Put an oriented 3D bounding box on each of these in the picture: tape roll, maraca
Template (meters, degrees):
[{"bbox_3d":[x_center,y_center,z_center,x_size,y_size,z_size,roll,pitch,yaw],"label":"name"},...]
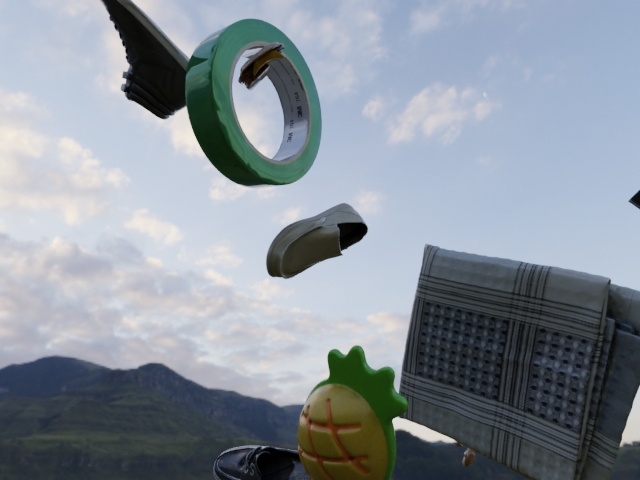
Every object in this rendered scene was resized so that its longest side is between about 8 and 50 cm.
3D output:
[{"bbox_3d":[-0.120,-0.268,0.898,0.077,0.320,0.321,-3,-25,36],"label":"tape roll"},{"bbox_3d":[0.033,0.207,0.498,0.099,0.127,0.185,-12,-57,-52],"label":"maraca"}]

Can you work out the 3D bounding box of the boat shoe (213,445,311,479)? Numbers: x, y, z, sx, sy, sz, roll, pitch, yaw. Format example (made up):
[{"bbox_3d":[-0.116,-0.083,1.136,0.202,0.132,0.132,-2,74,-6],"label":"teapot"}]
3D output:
[{"bbox_3d":[-0.078,0.356,0.687,0.229,0.080,0.076,0,-51,28],"label":"boat shoe"}]

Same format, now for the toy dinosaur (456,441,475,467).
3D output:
[{"bbox_3d":[0.309,0.372,0.960,0.064,0.211,0.112,-10,-32,4],"label":"toy dinosaur"}]

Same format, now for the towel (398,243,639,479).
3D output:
[{"bbox_3d":[0.271,0.181,0.653,0.325,0.311,0.056,13,5,38],"label":"towel"}]

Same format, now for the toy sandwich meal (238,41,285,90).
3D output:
[{"bbox_3d":[-0.083,-0.253,0.644,0.086,0.085,0.029,-27,-75,34],"label":"toy sandwich meal"}]

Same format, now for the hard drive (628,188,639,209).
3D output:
[{"bbox_3d":[0.263,-0.006,0.251,0.094,0.135,0.022,-32,-26,-26],"label":"hard drive"}]

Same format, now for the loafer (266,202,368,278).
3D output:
[{"bbox_3d":[0.000,0.000,0.956,0.269,0.092,0.101,-34,-49,-30],"label":"loafer"}]

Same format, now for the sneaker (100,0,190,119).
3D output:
[{"bbox_3d":[-0.367,-0.366,0.867,0.147,0.104,0.295,-42,-78,7],"label":"sneaker"}]
